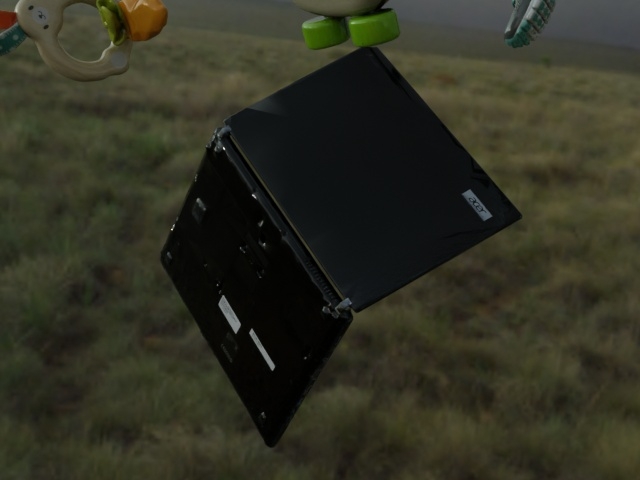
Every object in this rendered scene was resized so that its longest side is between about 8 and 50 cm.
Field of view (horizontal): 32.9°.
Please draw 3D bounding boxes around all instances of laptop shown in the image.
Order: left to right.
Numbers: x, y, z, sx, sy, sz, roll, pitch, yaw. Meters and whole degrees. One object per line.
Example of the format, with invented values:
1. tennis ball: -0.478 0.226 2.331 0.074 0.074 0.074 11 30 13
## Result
1. laptop: 0.000 0.000 0.946 0.136 0.264 0.234 -4 46 -38

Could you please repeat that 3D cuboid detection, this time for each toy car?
1. toy car: 0.064 -0.307 1.162 0.188 0.155 0.149 -29 24 -35

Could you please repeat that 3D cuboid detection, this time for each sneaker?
1. sneaker: 0.241 -0.303 1.264 0.076 0.167 0.065 21 -9 24

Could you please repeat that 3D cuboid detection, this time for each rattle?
1. rattle: -0.308 -0.259 1.312 0.199 0.130 0.142 9 13 -32
